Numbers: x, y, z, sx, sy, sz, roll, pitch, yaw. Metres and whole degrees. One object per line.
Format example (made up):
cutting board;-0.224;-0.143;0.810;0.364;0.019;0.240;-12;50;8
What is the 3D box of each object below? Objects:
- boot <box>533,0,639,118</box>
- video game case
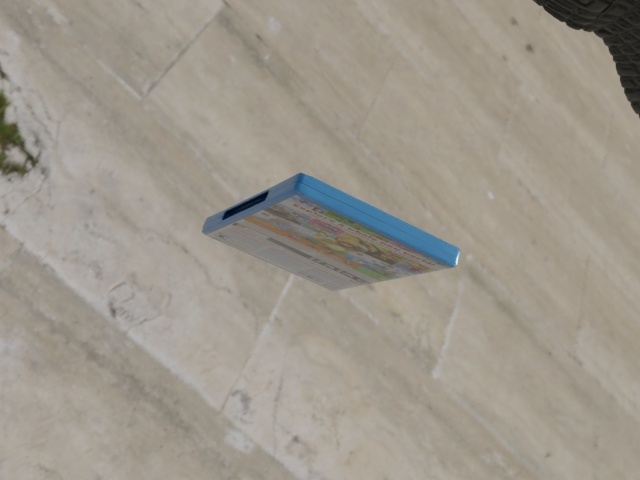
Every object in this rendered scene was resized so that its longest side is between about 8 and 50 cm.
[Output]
boot;0.256;-0.182;0.632;0.246;0.083;0.161;43;63;-11
video game case;0.000;0.000;0.610;0.119;0.166;0.015;25;72;-21
